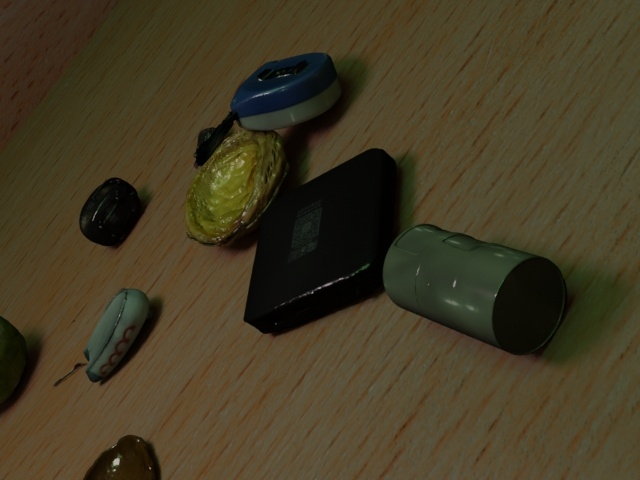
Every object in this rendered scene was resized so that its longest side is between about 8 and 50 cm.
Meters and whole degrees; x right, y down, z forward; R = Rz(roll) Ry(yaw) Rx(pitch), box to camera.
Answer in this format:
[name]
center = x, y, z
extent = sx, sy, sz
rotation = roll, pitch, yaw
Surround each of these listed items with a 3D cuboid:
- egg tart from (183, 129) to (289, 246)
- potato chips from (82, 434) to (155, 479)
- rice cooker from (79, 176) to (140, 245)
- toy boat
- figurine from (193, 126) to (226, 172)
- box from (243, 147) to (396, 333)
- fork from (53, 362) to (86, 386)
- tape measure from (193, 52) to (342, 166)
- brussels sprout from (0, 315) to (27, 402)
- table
[egg tart]
center = -0.160, -0.099, 1.777
extent = 0.278, 0.095, 0.279
rotation = -26, 46, 31
[potato chips]
center = -0.343, 0.426, 1.525
extent = 0.150, 0.049, 0.202
rotation = -34, 30, -1
[rice cooker]
center = -0.500, -0.066, 2.132
extent = 0.106, 0.112, 0.165
rotation = 28, 84, 51
[toy boat]
center = -0.412, 0.192, 1.832
extent = 0.208, 0.078, 0.134
rotation = -57, 24, 11
[figurine]
center = -0.250, -0.203, 2.014
extent = 0.072, 0.054, 0.129
rotation = -18, 48, 35
[box]
center = 0.000, 0.000, 1.502
extent = 0.290, 0.073, 0.289
rotation = -26, 40, 34
[fork]
center = -0.543, 0.287, 1.936
extent = 0.115, 0.016, 0.012
rotation = -35, 45, 27
[tape measure]
center = -0.095, -0.262, 1.732
extent = 0.215, 0.098, 0.351
rotation = -6, 31, 29
[brussels sprout]
center = -0.798, 0.278, 2.072
extent = 0.244, 0.244, 0.244
rotation = -31, 38, 28
[table]
center = 0.193, 0.058, 1.162
extent = 0.126, 0.126, 0.220
rotation = -57, 33, -8
